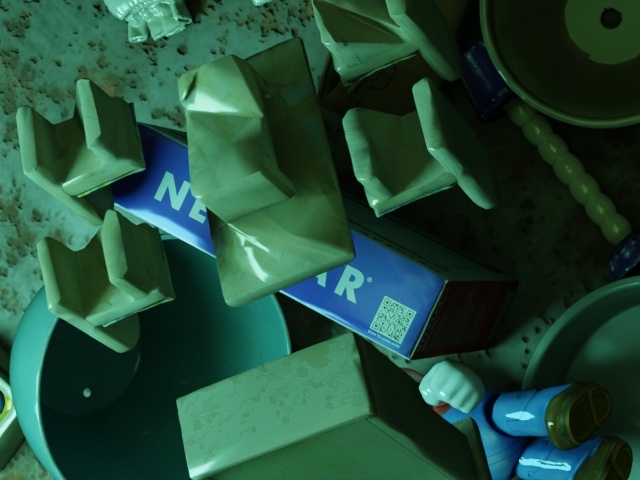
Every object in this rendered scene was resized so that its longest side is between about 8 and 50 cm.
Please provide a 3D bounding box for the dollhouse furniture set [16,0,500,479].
[{"bbox_3d":[-0.016,0.028,1.540,0.362,0.256,0.394,-22,61,16],"label":"dollhouse furniture set"}]

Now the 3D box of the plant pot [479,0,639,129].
[{"bbox_3d":[0.278,-0.223,1.773,0.237,0.110,0.237,0,90,12],"label":"plant pot"}]

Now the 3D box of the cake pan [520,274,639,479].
[{"bbox_3d":[0.328,0.180,1.749,0.293,0.054,0.293,-5,82,34],"label":"cake pan"}]

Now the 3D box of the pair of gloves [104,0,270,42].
[{"bbox_3d":[-0.141,-0.333,1.958,0.240,0.042,0.204,-16,85,19],"label":"pair of gloves"}]

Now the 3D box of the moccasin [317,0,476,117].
[{"bbox_3d":[0.090,-0.300,1.811,0.147,0.139,0.380,14,108,-21],"label":"moccasin"}]

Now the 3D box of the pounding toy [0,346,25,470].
[{"bbox_3d":[-0.398,0.180,2.007,0.141,0.100,0.130,40,101,15],"label":"pounding toy"}]

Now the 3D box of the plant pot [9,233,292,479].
[{"bbox_3d":[-0.202,0.128,1.876,0.195,0.290,0.290,11,93,55],"label":"plant pot"}]

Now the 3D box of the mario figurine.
[{"bbox_3d":[0.128,0.213,1.757,0.320,0.170,0.198,-4,86,43],"label":"mario figurine"}]

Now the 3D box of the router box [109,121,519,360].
[{"bbox_3d":[0.000,0.000,1.769,0.335,0.301,0.082,27,97,18],"label":"router box"}]

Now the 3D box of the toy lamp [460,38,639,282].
[{"bbox_3d":[0.235,-0.085,1.808,0.080,0.080,0.275,-42,77,14],"label":"toy lamp"}]
